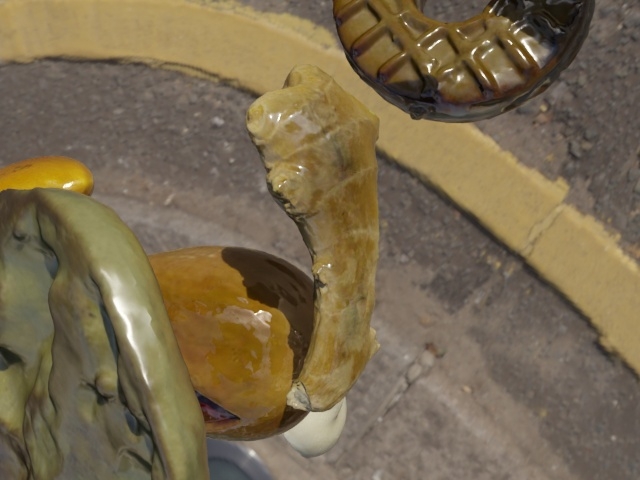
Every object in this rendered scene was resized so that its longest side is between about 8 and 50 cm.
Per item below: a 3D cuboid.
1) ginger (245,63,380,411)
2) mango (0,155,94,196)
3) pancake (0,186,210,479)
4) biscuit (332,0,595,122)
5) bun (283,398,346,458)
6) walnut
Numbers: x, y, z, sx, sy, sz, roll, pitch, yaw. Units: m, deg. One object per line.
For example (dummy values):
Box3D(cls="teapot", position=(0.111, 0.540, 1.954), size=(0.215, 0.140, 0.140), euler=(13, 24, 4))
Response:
Box3D(cls="ginger", position=(0.000, 0.000, 0.874), size=(0.086, 0.131, 0.294), euler=(2, 96, 40))
Box3D(cls="mango", position=(-0.413, -0.071, 1.520), size=(0.217, 0.141, 0.102), euler=(-7, 89, 39))
Box3D(cls="pancake", position=(-0.144, 0.103, 0.589), size=(0.294, 0.049, 0.294), euler=(20, 117, 45))
Box3D(cls="biscuit", position=(0.173, -0.302, 1.281), size=(0.332, 0.103, 0.332), euler=(-5, 70, 14))
Box3D(cls="bun", position=(-0.020, 0.254, 1.659), size=(0.120, 0.173, 0.173), euler=(-35, 93, 1))
Box3D(cls="walnut", position=(-0.123, 0.097, 1.089), size=(0.298, 0.203, 0.203), euler=(15, 116, 23))
